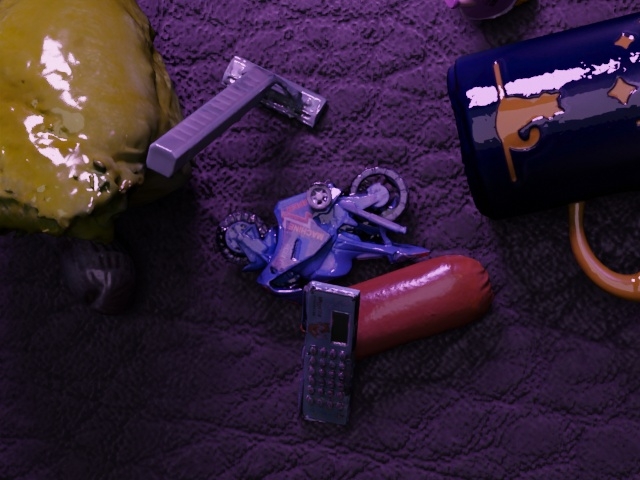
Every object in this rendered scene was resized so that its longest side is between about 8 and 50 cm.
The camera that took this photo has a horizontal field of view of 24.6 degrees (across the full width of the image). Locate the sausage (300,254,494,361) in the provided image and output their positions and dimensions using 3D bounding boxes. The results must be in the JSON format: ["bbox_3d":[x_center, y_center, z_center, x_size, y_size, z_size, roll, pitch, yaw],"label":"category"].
[{"bbox_3d":[0.076,0.068,1.455,0.194,0.077,0.077,-19,81,9],"label":"sausage"}]

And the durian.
[{"bbox_3d":[-0.243,-0.129,1.430,0.204,0.256,0.339,-25,71,19],"label":"durian"}]

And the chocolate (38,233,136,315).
[{"bbox_3d":[-0.245,0.005,1.516,0.072,0.072,0.167,-35,78,4],"label":"chocolate"}]

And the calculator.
[{"bbox_3d":[0.007,0.113,1.438,0.057,0.018,0.172,10,126,8],"label":"calculator"}]

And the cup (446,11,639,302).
[{"bbox_3d":[0.263,-0.087,1.373,0.256,0.178,0.255,-14,55,10],"label":"cup"}]

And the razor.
[{"bbox_3d":[-0.089,-0.124,1.411,0.111,0.278,0.056,27,116,11],"label":"razor"}]

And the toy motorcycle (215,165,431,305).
[{"bbox_3d":[0.000,0.000,1.479,0.205,0.076,0.114,-18,90,5],"label":"toy motorcycle"}]

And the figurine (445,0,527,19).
[{"bbox_3d":[0.161,-0.300,1.485,0.095,0.115,0.156,-42,55,36],"label":"figurine"}]
